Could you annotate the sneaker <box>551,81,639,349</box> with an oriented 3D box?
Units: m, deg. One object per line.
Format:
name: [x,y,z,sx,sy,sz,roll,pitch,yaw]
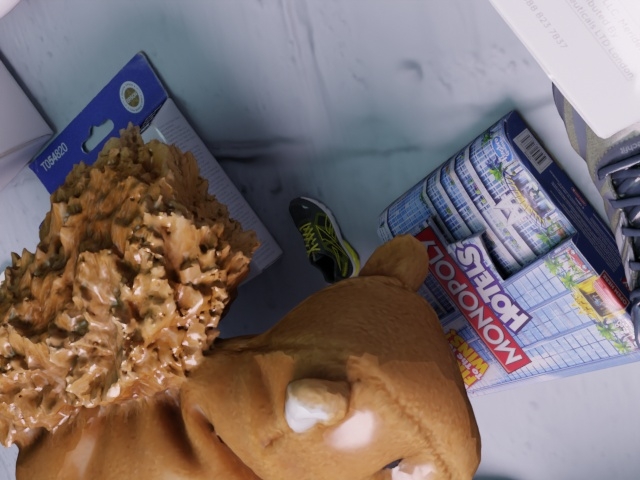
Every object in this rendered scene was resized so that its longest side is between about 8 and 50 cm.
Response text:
sneaker: [0.233,0.003,0.635,0.111,0.121,0.300,-27,96,40]

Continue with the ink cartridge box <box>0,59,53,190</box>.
ink cartridge box: [-0.488,-0.169,1.012,0.279,0.160,0.385,-34,92,41]

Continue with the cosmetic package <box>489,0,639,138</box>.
cosmetic package: [0.251,-0.224,0.415,0.156,0.217,0.385,46,135,-15]

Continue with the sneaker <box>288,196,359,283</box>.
sneaker: [0.000,0.000,0.849,0.083,0.035,0.031,51,130,1]

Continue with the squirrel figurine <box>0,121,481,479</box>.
squirrel figurine: [-0.085,0.113,0.755,0.397,0.281,0.370,48,135,-3]

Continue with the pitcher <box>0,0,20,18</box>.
pitcher: [-0.298,-0.277,0.868,0.207,0.125,0.178,-13,85,27]

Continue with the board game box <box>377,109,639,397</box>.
board game box: [0.128,0.037,0.766,0.194,0.060,0.194,52,130,1]

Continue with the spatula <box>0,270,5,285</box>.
spatula: [-0.304,0.159,1.150,0.242,0.019,0.168,49,130,3]

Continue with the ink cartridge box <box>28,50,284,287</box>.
ink cartridge box: [-0.173,-0.024,0.948,0.223,0.045,0.224,-34,92,40]
